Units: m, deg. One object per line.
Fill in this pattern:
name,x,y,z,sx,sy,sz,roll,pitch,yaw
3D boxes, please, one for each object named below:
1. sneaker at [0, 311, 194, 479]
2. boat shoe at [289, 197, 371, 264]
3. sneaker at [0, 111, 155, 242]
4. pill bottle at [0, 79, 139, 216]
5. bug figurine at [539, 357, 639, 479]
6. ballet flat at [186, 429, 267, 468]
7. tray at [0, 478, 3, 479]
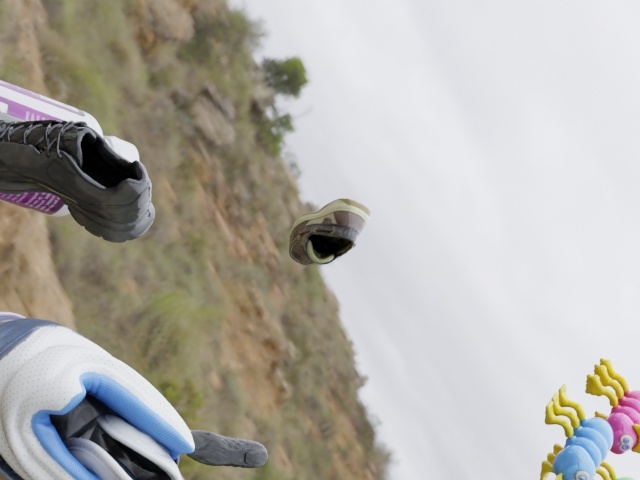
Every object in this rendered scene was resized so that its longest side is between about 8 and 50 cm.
sneaker,-0.155,0.197,0.846,0.236,0.130,0.323,12,-42,56
boat shoe,0.001,0.000,1.733,0.080,0.073,0.223,32,-29,-15
sneaker,-0.331,-0.108,1.359,0.286,0.109,0.130,21,-34,-2
pill bottle,-0.428,-0.131,1.627,0.301,0.169,0.169,20,21,-34
bug figurine,0.262,0.246,1.052,0.072,0.216,0.279,14,-55,29
ballet flat,-0.176,0.372,1.956,0.049,0.173,0.057,-1,-107,67
tray,-0.456,0.175,1.312,0.076,0.202,0.411,53,-12,35
